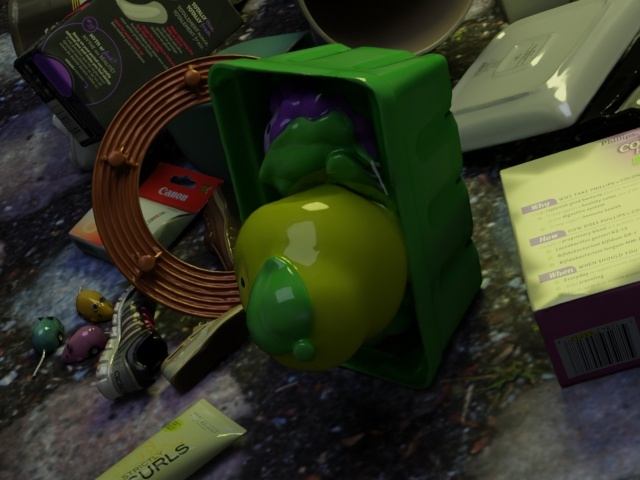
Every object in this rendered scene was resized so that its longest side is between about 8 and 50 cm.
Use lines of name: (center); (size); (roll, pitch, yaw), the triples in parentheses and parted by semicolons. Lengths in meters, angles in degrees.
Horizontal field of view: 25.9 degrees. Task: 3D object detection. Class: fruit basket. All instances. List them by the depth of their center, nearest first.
fruit basket: (0.000, 0.000, 1.456); (0.283, 0.392, 0.392); (13, 51, 40)

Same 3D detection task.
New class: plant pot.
plant pot: (0.051, -0.385, 1.904); (0.256, 0.256, 0.274); (-31, 20, -7)
plant pot: (-0.105, -0.173, 1.908); (0.234, 0.165, 0.165); (8, 47, 47)

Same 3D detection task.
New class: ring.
ring: (-0.118, -0.070, 1.713); (0.337, 0.032, 0.336); (-1, 78, 4)

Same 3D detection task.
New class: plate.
plate: (0.269, -0.222, 1.772); (0.278, 0.045, 0.277); (-11, 35, 51)

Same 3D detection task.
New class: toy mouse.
toy mouse: (-0.324, 0.118, 1.780); (0.143, 0.031, 0.161); (-43, 40, -22)

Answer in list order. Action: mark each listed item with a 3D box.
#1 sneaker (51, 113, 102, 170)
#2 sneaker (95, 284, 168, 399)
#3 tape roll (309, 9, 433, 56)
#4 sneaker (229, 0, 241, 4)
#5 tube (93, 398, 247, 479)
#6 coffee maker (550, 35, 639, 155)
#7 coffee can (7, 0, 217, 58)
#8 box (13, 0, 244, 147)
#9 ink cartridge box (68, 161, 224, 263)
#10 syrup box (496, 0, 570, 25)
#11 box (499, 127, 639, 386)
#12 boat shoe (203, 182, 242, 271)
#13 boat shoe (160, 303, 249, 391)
sneaker: (-0.362, -0.213, 2.090); (0.115, 0.090, 0.232); (-16, 76, 27)
sneaker: (-0.215, 0.120, 1.693); (0.075, 0.063, 0.170); (-7, 43, 19)
tape roll: (0.083, -0.322, 2.045); (0.189, 0.080, 0.189); (-17, 37, 13)
sneaker: (-0.103, -0.501, 2.361); (0.118, 0.110, 0.292); (3, 44, 20)
tube: (-0.198, 0.259, 1.515); (0.240, 0.062, 0.070); (-35, 78, -21)
coffee maker: (0.379, -0.165, 1.645); (0.171, 0.120, 0.178); (10, 48, 39)
coffee can: (-0.326, -0.353, 2.217); (0.275, 0.201, 0.201); (-12, 38, 17)
box: (-0.272, -0.281, 1.978); (0.270, 0.165, 0.143); (-44, 16, -21)
ink cartridge box: (-0.239, -0.044, 1.908); (0.145, 0.045, 0.179); (18, 62, 42)
syrup box: (0.280, -0.417, 2.034); (0.093, 0.096, 0.237); (-21, 37, 6)
box: (0.321, 0.007, 1.470); (0.214, 0.117, 0.243); (-18, 38, 11)
boat shoe: (-0.116, -0.001, 1.791); (0.060, 0.064, 0.178); (-50, 32, 23)
boat shoe: (-0.135, 0.119, 1.654); (0.135, 0.050, 0.045); (-41, 44, -20)
